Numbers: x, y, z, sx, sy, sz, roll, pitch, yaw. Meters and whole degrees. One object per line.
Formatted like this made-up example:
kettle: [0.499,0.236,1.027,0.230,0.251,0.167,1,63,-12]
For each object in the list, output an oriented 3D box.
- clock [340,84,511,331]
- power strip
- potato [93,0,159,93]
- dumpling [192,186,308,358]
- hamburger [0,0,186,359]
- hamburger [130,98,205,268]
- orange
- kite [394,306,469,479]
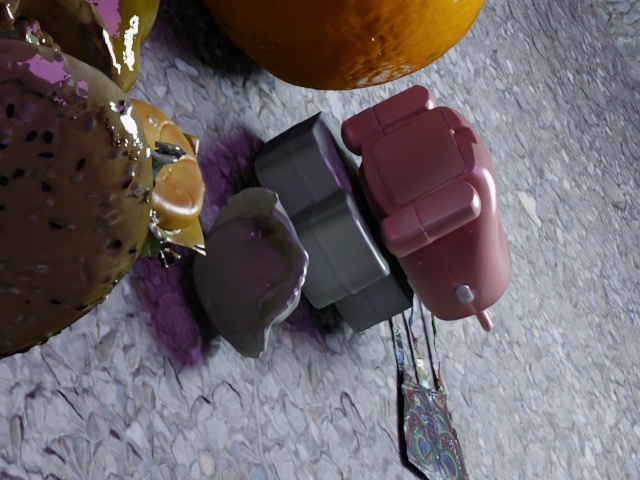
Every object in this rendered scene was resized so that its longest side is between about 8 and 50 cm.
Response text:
clock: [0.145,-0.024,1.821,0.227,0.142,0.241,-109,171,-45]
power strip: [0.000,0.000,1.785,0.229,0.141,0.261,59,12,-11]
potato: [-0.245,-0.282,1.498,0.195,0.176,0.369,42,31,-52]
dumpling: [-0.061,0.026,1.606,0.108,0.127,0.188,28,36,-40]
hamburger: [-0.264,-0.073,1.176,0.318,0.277,0.195,30,33,-41]
hamburger: [-0.180,-0.056,1.504,0.164,0.093,0.189,41,32,-34]
orange: [0.006,-0.366,1.875,0.424,0.326,0.424,54,14,-19]
kite: [0.126,0.172,1.952,0.152,0.015,0.285,37,38,-47]
